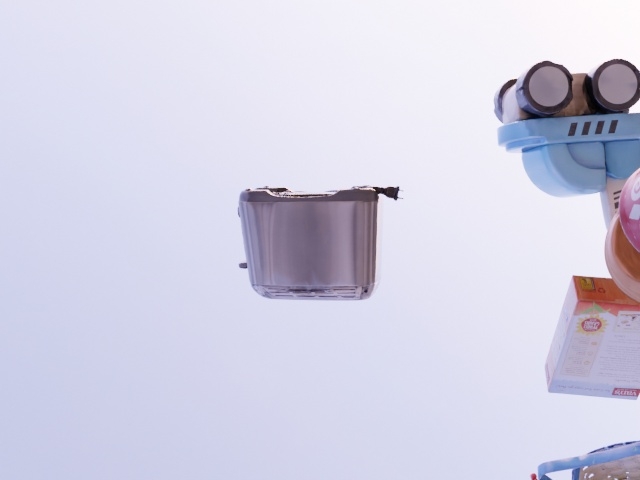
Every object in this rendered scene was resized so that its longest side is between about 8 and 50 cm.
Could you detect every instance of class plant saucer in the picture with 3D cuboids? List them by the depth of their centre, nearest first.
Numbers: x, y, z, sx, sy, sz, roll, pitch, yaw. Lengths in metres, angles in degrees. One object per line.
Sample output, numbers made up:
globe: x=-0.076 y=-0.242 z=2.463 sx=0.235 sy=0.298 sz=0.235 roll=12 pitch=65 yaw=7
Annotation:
plant saucer: x=0.487 y=-0.004 z=1.096 sx=0.037 sy=0.200 sz=0.200 roll=28 pitch=-133 yaw=-40

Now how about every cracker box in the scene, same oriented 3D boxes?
cracker box: x=0.478 y=0.166 z=1.322 sx=0.155 sy=0.232 sz=0.067 roll=5 pitch=-140 yaw=3

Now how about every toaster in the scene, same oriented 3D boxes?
toaster: x=0.000 y=0.000 z=1.054 sx=0.129 sy=0.226 sz=0.147 roll=-34 pitch=-57 yaw=-77

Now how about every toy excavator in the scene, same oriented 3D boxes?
toy excavator: x=0.591 y=-0.139 z=1.653 sx=0.432 sy=0.222 sz=0.446 roll=-3 pitch=-88 yaw=-5

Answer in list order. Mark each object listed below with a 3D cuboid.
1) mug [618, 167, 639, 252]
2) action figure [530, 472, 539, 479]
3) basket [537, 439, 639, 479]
mug: x=0.346 y=-0.031 z=0.679 sx=0.113 sy=0.169 sz=0.150 roll=-4 pitch=-106 yaw=0
action figure: x=0.407 y=0.487 z=1.450 sx=0.038 sy=0.030 sz=0.115 roll=6 pitch=-117 yaw=-34
basket: x=0.613 y=0.505 z=1.611 sx=0.289 sy=0.254 sz=0.201 roll=43 pitch=-140 yaw=-37
